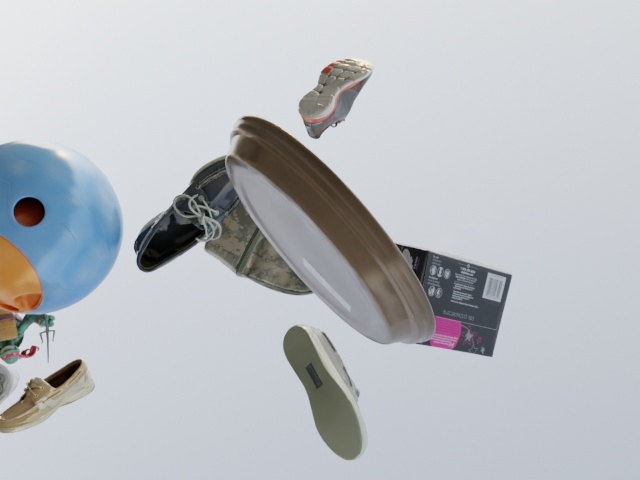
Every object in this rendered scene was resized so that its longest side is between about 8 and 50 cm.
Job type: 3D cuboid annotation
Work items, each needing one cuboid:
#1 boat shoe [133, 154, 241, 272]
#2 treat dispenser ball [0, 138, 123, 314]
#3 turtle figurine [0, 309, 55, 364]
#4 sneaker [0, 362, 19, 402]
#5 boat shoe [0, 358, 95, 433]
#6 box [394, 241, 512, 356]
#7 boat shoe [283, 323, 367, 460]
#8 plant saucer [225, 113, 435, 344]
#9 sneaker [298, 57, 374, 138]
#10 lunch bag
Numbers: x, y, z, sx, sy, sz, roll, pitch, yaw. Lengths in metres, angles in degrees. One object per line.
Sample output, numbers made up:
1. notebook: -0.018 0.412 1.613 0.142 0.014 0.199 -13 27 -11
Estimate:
1. boat shoe: -0.203 -0.041 1.605 0.254 0.095 0.079 -35 -153 16
2. treat dispenser ball: -0.471 -0.022 1.647 0.288 0.288 0.288 -22 -128 31
3. turtle figurine: -0.628 0.157 1.973 0.118 0.175 0.234 -44 -117 51
4. sneaker: -0.635 0.297 1.789 0.232 0.115 0.090 -26 -97 0
5. boat shoe: -0.424 0.233 1.528 0.063 0.059 0.170 9 -153 39
6. box: 0.195 0.100 1.754 0.142 0.247 0.163 13 -92 45
7. boat shoe: 0.023 0.228 1.544 0.079 0.081 0.227 -41 -115 29
8. plant saucer: 0.000 0.000 0.955 0.041 0.278 0.278 -42 -139 -13
9. sneaker: 0.021 -0.200 1.413 0.061 0.065 0.158 25 -128 28
10. lunch bag: -0.044 -0.011 2.027 0.256 0.305 0.212 36 -71 11
